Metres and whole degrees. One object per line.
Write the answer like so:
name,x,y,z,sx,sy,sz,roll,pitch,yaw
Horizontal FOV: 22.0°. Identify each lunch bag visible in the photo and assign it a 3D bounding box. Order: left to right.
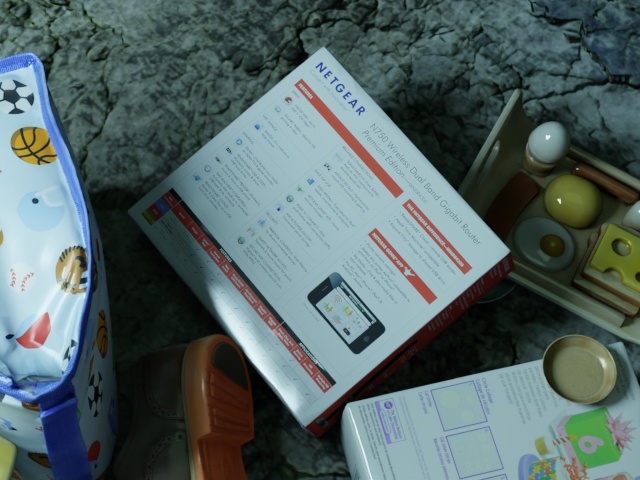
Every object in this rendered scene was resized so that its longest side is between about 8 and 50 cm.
lunch bag,-0.331,0.064,1.712,0.239,0.328,0.385,-19,64,-12

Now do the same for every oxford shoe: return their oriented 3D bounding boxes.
oxford shoe,-0.148,0.288,1.759,0.132,0.130,0.364,-10,67,26

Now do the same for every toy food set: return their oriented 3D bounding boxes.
toy food set,0.323,-0.032,1.949,0.306,0.092,0.220,28,58,6

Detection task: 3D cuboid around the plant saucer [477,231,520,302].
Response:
plant saucer,0.181,0.025,1.961,0.119,0.021,0.119,2,63,-5

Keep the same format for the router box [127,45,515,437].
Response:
router box,0.000,0.000,1.870,0.301,0.082,0.335,-40,72,-2

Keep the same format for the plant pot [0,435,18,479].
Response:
plant pot,-0.425,0.232,1.548,0.239,0.254,0.254,22,62,-12

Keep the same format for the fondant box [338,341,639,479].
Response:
fondant box,0.210,0.265,1.800,0.330,0.096,0.238,-12,64,-11

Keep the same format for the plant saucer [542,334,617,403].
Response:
plant saucer,0.284,0.144,1.809,0.083,0.015,0.083,2,61,-4
